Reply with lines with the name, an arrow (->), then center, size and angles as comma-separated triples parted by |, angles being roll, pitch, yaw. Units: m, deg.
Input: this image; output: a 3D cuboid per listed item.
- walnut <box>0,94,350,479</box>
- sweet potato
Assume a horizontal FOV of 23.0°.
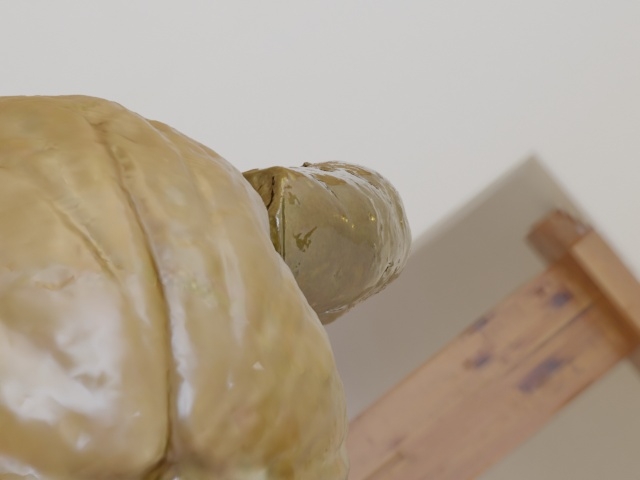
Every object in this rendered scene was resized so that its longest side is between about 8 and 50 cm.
walnut -> -0.128, 0.076, 0.712 | 0.252, 0.277, 0.313 | -29, -164, -23
sweet potato -> 0.000, 0.000, 1.388 | 0.158, 0.158, 0.370 | -43, 165, 23
